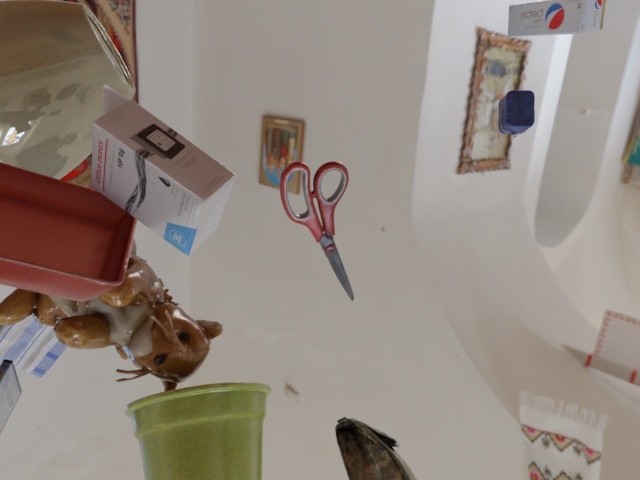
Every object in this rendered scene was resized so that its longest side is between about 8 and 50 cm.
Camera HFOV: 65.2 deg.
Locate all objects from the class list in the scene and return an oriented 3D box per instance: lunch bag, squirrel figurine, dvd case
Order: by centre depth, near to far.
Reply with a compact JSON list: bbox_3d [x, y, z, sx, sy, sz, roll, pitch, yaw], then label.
[{"bbox_3d":[-0.718,0.406,1.069,0.022,0.180,0.253,16,-132,-10],"label":"dvd case"},{"bbox_3d":[-0.392,0.148,1.073,0.370,0.281,0.397,34,171,1],"label":"squirrel figurine"},{"bbox_3d":[0.446,-0.287,1.143,0.067,0.099,0.065,4,177,3],"label":"lunch bag"},{"bbox_3d":[0.151,0.603,1.317,0.168,0.235,0.287,-32,-120,-4],"label":"lunch bag"}]

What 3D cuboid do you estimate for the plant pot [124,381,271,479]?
[{"bbox_3d":[-0.211,0.420,0.917,0.275,0.254,0.276,-9,156,-4],"label":"plant pot"}]

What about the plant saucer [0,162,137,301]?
[{"bbox_3d":[-0.348,-0.020,0.562,0.259,0.048,0.258,18,-164,-22],"label":"plant saucer"}]

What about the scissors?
[{"bbox_3d":[0.000,0.000,0.816,0.108,0.297,0.021,-15,-142,-13],"label":"scissors"}]

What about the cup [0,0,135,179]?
[{"bbox_3d":[-0.490,-0.298,0.918,0.236,0.331,0.331,-28,-158,-4],"label":"cup"}]

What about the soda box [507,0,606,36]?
[{"bbox_3d":[0.522,-0.500,1.120,0.069,0.074,0.216,-13,-157,-19],"label":"soda box"}]

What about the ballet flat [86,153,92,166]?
[{"bbox_3d":[-0.560,-0.280,1.244,0.058,0.084,0.250,-16,-126,-6],"label":"ballet flat"}]

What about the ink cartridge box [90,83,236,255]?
[{"bbox_3d":[-0.193,-0.077,0.559,0.180,0.104,0.060,35,-132,2],"label":"ink cartridge box"}]

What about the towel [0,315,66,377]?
[{"bbox_3d":[-0.840,0.282,1.479,0.034,0.285,0.209,24,-115,19],"label":"towel"}]
